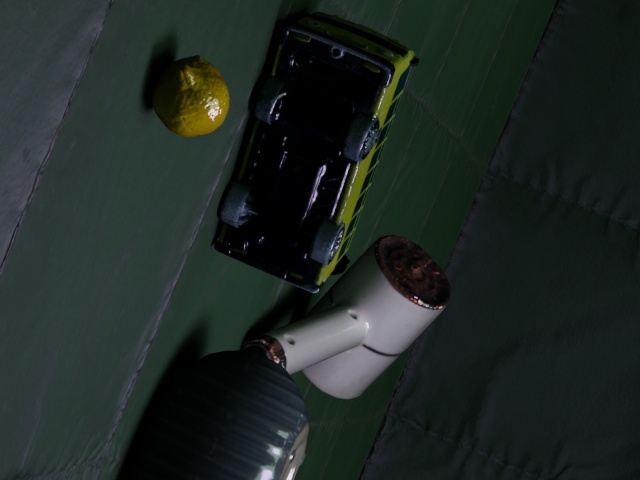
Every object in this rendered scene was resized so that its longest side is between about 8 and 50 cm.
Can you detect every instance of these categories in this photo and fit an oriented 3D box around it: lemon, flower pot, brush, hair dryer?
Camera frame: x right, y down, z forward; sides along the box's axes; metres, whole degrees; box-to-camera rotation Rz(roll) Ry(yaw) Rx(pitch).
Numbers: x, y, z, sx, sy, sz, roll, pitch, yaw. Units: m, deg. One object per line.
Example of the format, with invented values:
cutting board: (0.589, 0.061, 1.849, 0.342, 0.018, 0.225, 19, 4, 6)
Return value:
lemon: (-0.107, -0.119, 1.642, 0.092, 0.065, 0.065, 86, 29, -67)
flower pot: (-0.107, 0.235, 2.118, 0.189, 0.157, 0.243, 57, 54, -75)
brush: (0.000, 0.000, 2.480, 0.039, 0.042, 0.299, -34, 166, 0)
hair dryer: (0.002, 0.121, 2.502, 0.203, 0.128, 0.362, -47, 165, 30)

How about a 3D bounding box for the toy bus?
toy bus: (-0.003, -0.099, 2.025, 0.150, 0.128, 0.262, -48, 160, -62)
